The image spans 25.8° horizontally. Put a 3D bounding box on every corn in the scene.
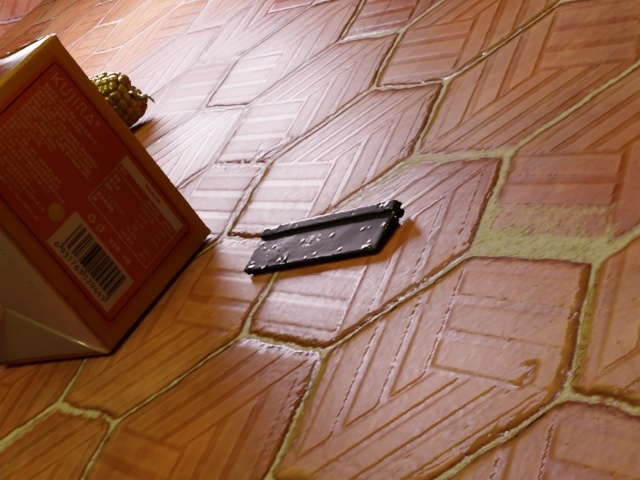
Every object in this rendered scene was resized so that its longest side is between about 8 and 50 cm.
[{"bbox_3d":[-0.391,-0.173,2.166,0.310,0.101,0.101,-27,24,24],"label":"corn"}]

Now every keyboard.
[{"bbox_3d":[0.000,0.000,1.318,0.195,0.018,0.060,-11,41,49],"label":"keyboard"}]

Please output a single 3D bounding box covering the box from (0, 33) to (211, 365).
[{"bbox_3d":[-0.322,-0.038,1.527,0.259,0.283,0.214,-10,33,50],"label":"box"}]
